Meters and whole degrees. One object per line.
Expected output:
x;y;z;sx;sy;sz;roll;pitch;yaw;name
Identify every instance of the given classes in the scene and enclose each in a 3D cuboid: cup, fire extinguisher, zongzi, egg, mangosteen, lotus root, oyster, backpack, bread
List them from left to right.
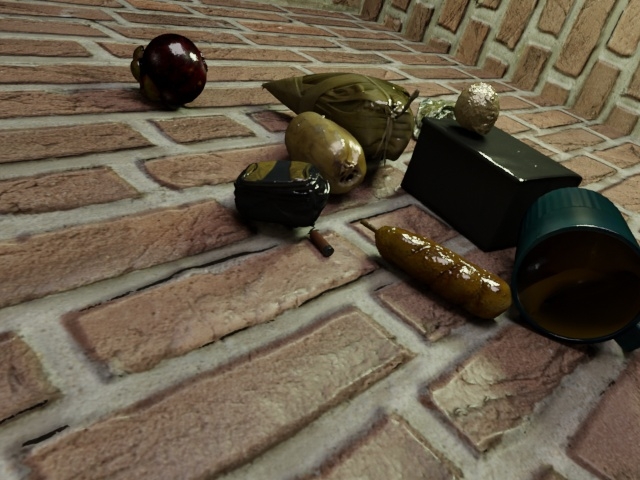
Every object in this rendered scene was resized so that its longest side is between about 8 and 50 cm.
-0.413;-0.468;1.569;0.210;0.209;0.209;13;30;-8;mangosteen
-0.080;-0.109;1.205;0.206;0.133;0.258;4;23;1;backpack
-0.003;-0.231;1.430;0.169;0.151;0.342;21;19;-35;lotus root
0.000;0.000;1.163;0.028;0.022;0.083;-21;45;-23;fire extinguisher
0.020;-0.347;1.565;0.467;0.218;0.500;8;19;3;zongzi
0.220;0.049;1.144;0.344;0.084;0.124;31;14;22;bread
0.422;-0.439;2.031;0.162;0.158;0.351;-14;15;42;oyster
0.395;-0.330;1.425;0.118;0.116;0.140;37;58;-7;egg
0.552;0.045;1.169;0.308;0.242;0.292;21;27;10;cup

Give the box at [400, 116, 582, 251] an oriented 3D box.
0.424;-0.154;1.468;0.251;0.204;0.345;-7;38;-36;box
